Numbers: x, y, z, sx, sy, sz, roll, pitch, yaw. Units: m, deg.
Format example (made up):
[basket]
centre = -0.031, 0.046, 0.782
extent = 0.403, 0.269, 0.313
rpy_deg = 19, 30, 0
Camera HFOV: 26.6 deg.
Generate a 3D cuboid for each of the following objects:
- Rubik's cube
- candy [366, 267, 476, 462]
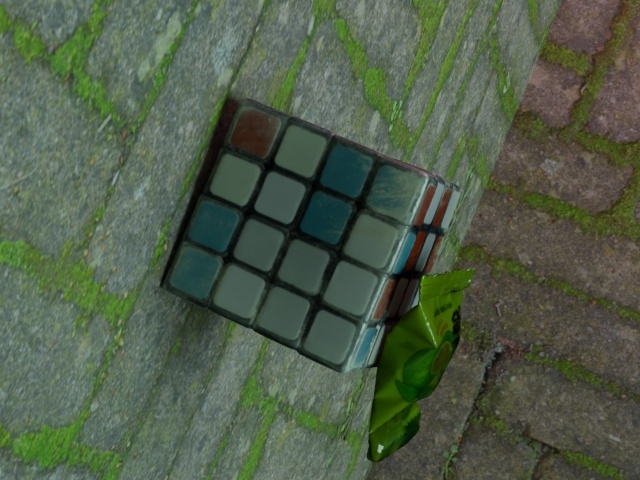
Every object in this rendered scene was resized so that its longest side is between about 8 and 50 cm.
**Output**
[Rubik's cube]
centre = 0.000, -0.001, 1.662
extent = 0.256, 0.259, 0.253
rpy_deg = -69, 163, 2
[candy]
centre = 0.115, 0.140, 1.635
extent = 0.149, 0.069, 0.246
rpy_deg = -21, 137, -61
